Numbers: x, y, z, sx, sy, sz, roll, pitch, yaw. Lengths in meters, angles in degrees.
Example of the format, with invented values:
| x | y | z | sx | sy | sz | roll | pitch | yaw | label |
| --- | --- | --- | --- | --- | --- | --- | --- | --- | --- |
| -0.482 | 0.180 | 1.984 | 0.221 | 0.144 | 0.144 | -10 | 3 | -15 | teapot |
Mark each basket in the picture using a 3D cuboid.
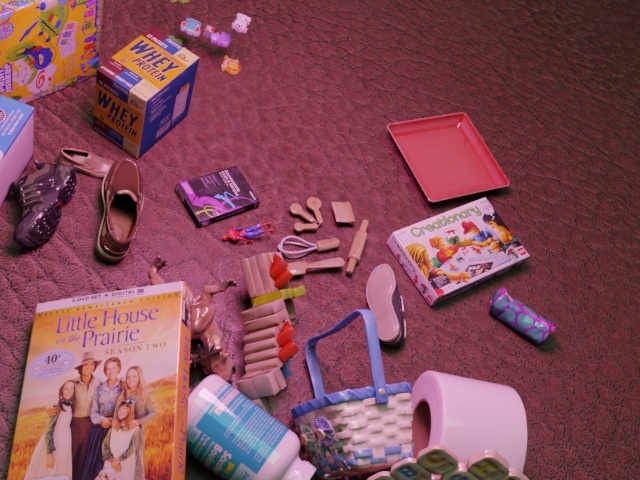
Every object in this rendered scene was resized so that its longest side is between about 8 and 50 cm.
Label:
| x | y | z | sx | sy | sz | roll | pitch | yaw | label |
| --- | --- | --- | --- | --- | --- | --- | --- | --- | --- |
| 0.057 | 0.298 | 1.538 | 0.201 | 0.255 | 0.288 | 3 | 66 | -25 | basket |

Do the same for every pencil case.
| x | y | z | sx | sy | sz | roll | pitch | yaw | label |
| --- | --- | --- | --- | --- | --- | --- | --- | --- | --- |
| 0.466 | 0.176 | 1.874 | 0.152 | 0.070 | 0.064 | 35 | 53 | 6 | pencil case |

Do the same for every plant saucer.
| x | y | z | sx | sy | sz | roll | pitch | yaw | label |
| --- | --- | --- | --- | --- | --- | --- | --- | --- | --- |
| 0.327 | -0.212 | 2.108 | 0.259 | 0.047 | 0.258 | -12 | 62 | -26 | plant saucer |

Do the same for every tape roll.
| x | y | z | sx | sy | sz | roll | pitch | yaw | label |
| --- | --- | --- | --- | --- | --- | --- | --- | --- | --- |
| 0.267 | 0.386 | 1.554 | 0.169 | 0.246 | 0.246 | 12 | 54 | -11 | tape roll |

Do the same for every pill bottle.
| x | y | z | sx | sy | sz | roll | pitch | yaw | label |
| --- | --- | --- | --- | --- | --- | --- | --- | --- | --- |
| -0.140 | 0.378 | 1.482 | 0.264 | 0.146 | 0.146 | 35 | 53 | 8 | pill bottle |

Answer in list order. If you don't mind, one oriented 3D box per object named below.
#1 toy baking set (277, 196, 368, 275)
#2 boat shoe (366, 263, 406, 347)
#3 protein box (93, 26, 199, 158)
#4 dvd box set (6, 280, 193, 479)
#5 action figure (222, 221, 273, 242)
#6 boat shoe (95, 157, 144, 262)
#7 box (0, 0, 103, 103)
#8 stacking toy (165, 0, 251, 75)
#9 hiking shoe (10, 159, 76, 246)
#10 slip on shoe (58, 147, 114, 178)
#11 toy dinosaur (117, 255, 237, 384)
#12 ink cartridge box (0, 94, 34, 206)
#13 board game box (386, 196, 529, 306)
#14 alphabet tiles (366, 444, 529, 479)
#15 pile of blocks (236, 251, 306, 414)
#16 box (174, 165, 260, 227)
| x | y | z | sx | sy | sz | roll | pitch | yaw | label |
| --- | --- | --- | --- | --- | --- | --- | --- | --- | --- |
| 0.007 | 0.001 | 1.867 | 0.197 | 0.030 | 0.256 | 17 | 53 | -3 | toy baking set |
| 0.152 | 0.148 | 1.807 | 0.065 | 0.075 | 0.206 | 44 | 31 | -43 | boat shoe |
| -0.402 | -0.338 | 1.849 | 0.136 | 0.201 | 0.200 | 34 | 53 | 6 | protein box |
| -0.386 | 0.285 | 1.435 | 0.308 | 0.062 | 0.420 | -8 | 56 | 9 | dvd box set |
| -0.166 | -0.016 | 1.817 | 0.115 | 0.030 | 0.038 | -10 | 55 | -19 | action figure |
| -0.418 | -0.081 | 1.726 | 0.095 | 0.095 | 0.257 | 14 | 55 | -27 | boat shoe |
| -0.657 | -0.480 | 1.805 | 0.279 | 0.290 | 0.177 | -33 | 72 | -34 | box |
| -0.292 | -0.523 | 2.035 | 0.221 | 0.167 | 0.052 | 20 | 53 | -6 | stacking toy |
| -0.603 | -0.078 | 1.691 | 0.114 | 0.086 | 0.226 | 12 | 47 | 6 | hiking shoe |
| -0.516 | -0.177 | 1.800 | 0.135 | 0.041 | 0.051 | 16 | 53 | -8 | slip on shoe |
| -0.290 | 0.160 | 1.602 | 0.296 | 0.127 | 0.200 | 19 | 60 | 2 | toy dinosaur |
| -0.828 | -0.198 | 1.631 | 0.395 | 0.166 | 0.285 | 21 | 52 | -5 | ink cartridge box |
| 0.335 | 0.022 | 1.945 | 0.305 | 0.053 | 0.193 | -21 | 65 | -29 | board game box |
| 0.228 | 0.470 | 1.452 | 0.278 | 0.284 | 0.021 | 42 | 27 | -28 | alphabet tiles |
| -0.077 | 0.179 | 1.625 | 0.149 | 0.113 | 0.362 | 28 | 53 | -46 | pile of blocks |
| -0.236 | -0.104 | 1.853 | 0.162 | 0.029 | 0.116 | -21 | 66 | -31 | box |
